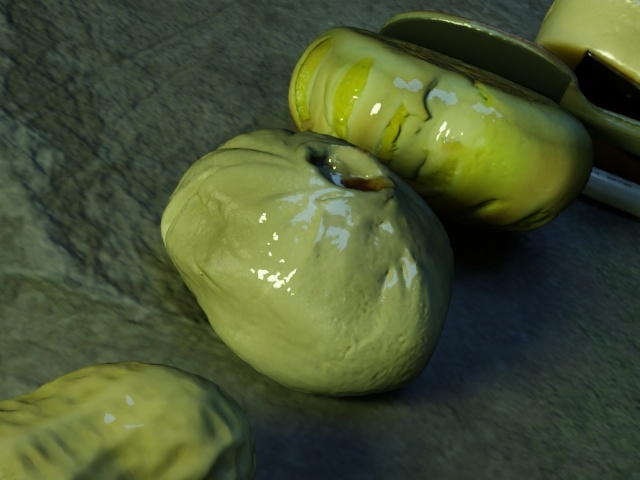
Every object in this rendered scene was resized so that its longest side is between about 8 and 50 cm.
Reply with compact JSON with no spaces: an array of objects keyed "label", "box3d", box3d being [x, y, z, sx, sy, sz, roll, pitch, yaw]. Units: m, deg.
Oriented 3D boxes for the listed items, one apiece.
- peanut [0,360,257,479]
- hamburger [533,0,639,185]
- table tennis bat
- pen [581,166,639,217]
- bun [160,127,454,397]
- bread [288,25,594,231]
[{"label":"peanut","box3d":[-0.109,0.106,0.605,0.098,0.090,0.214,31,31,30]},{"label":"hamburger","box3d":[0.266,-0.127,1.138,0.210,0.173,0.116,33,57,11]},{"label":"table tennis bat","box3d":[0.156,-0.105,1.061,0.246,0.138,0.022,21,69,5]},{"label":"pen","box3d":[0.215,-0.043,1.113,0.218,0.026,0.026,20,33,-10]},{"label":"bun","box3d":[0.000,0.000,0.811,0.173,0.113,0.166,22,32,-13]},{"label":"bread","box3d":[0.077,-0.073,0.973,0.213,0.105,0.213,19,16,-6]}]
